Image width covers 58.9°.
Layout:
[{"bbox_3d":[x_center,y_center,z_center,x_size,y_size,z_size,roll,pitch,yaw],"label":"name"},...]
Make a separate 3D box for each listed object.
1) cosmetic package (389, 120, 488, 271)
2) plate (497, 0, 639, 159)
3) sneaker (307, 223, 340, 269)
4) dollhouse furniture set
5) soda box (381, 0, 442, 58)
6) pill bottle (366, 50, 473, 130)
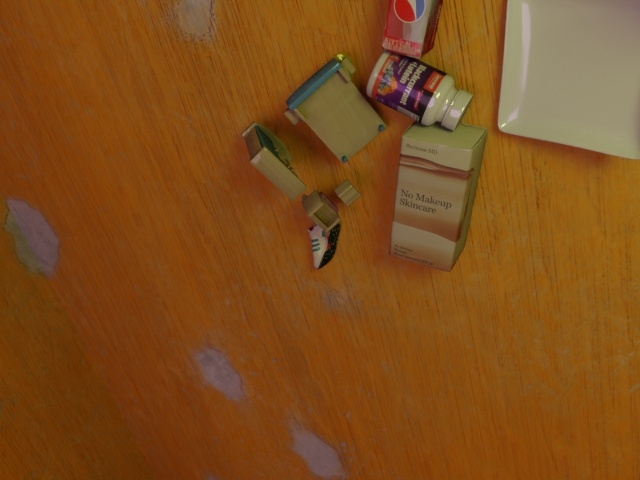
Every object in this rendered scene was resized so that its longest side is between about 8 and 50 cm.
[{"bbox_3d":[0.248,-0.098,1.220,0.153,0.129,0.295,16,126,23],"label":"cosmetic package"},{"bbox_3d":[0.451,-0.300,0.985,0.277,0.045,0.277,23,131,39],"label":"plate"},{"bbox_3d":[0.000,0.000,1.487,0.075,0.057,0.161,37,135,26],"label":"sneaker"},{"bbox_3d":[0.015,-0.241,1.307,0.303,0.198,0.286,-41,120,11],"label":"dollhouse furniture set"},{"bbox_3d":[0.182,-0.477,1.033,0.084,0.092,0.263,20,127,17],"label":"soda box"},{"bbox_3d":[0.199,-0.296,1.132,0.194,0.108,0.108,29,130,10],"label":"pill bottle"}]
